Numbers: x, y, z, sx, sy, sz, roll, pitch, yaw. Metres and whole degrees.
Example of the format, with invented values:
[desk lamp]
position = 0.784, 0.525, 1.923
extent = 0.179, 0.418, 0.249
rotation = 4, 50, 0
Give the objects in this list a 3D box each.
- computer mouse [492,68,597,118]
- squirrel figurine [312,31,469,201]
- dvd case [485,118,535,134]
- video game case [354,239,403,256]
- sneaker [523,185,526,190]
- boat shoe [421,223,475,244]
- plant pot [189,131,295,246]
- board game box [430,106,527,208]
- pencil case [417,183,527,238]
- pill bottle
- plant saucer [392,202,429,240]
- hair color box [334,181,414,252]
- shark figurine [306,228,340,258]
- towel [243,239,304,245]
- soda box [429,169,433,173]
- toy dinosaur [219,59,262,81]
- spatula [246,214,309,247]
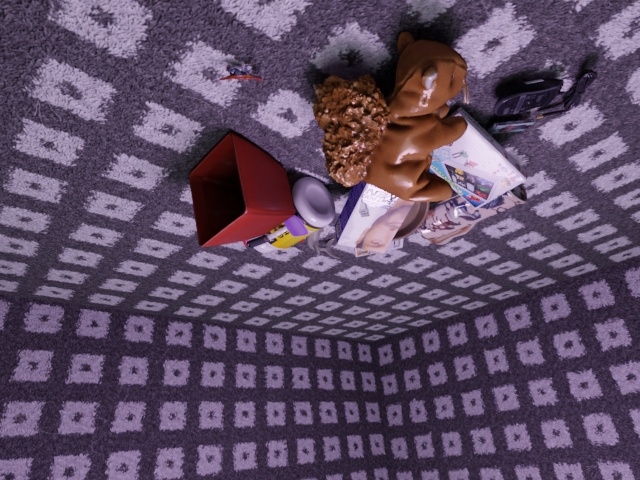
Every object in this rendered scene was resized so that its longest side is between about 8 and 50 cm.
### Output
[computer mouse]
position = 0.616, -0.404, 1.168
extent = 0.262, 0.060, 0.184
rotation = -14, 161, 12
[squirrel figurine]
position = 0.181, -0.311, 1.040
extent = 0.397, 0.281, 0.370
rotation = -4, 147, -8
[dvd case]
position = 0.582, -0.350, 1.265
extent = 0.119, 0.013, 0.087
rotation = -4, 177, 2
[video game case]
position = 0.235, -0.017, 1.660
extent = 0.206, 0.026, 0.227
rotation = -12, 148, 1
[sneaker]
position = 0.741, -0.207, 1.571
extent = 0.135, 0.052, 0.058
rotation = 4, 147, -19
[boat shoe]
position = 0.539, -0.074, 1.720
extent = 0.116, 0.123, 0.324
rotation = 7, 149, -19
[plant pot]
position = -0.239, -0.142, 1.320
extent = 0.235, 0.267, 0.267
rotation = 5, 154, -46
[board game box]
position = 0.465, -0.248, 1.289
extent = 0.305, 0.053, 0.193
rotation = 38, 138, -14
[pencil case]
position = 0.527, -0.139, 1.522
extent = 0.183, 0.160, 0.410
rotation = 35, 138, -31
[pill bottle]
position = -0.121, -0.078, 1.510
extent = 0.188, 0.188, 0.334
rotation = 19, 144, -39
[plant saucer]
position = 0.262, -0.127, 1.507
extent = 0.277, 0.041, 0.278
rotation = -3, 117, -6
[hair color box]
position = 0.192, -0.120, 1.367
extent = 0.185, 0.110, 0.339
rotation = 11, 133, -15
[shark figurine]
position = -0.010, 0.020, 1.766
extent = 0.166, 0.116, 0.278
rotation = -27, 147, -2
[towel]
position = -0.209, -0.037, 1.749
extent = 0.274, 0.031, 0.199
rotation = -4, 152, -2
[soda box]
position = 0.271, -0.245, 1.389
extent = 0.210, 0.067, 0.071
rotation = -4, 152, -4
[toy dinosaur]
position = -0.189, -0.401, 1.008
extent = 0.082, 0.090, 0.047
rotation = 28, 167, 3
[spatula]
position = -0.162, -0.021, 1.426
extent = 0.296, 0.030, 0.084
rotation = -20, 112, 36
